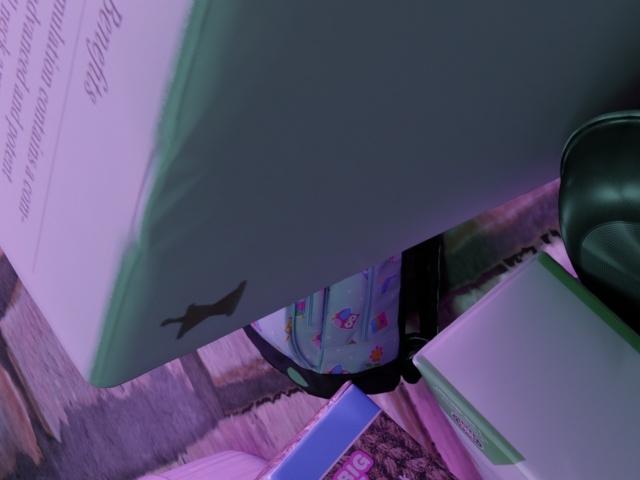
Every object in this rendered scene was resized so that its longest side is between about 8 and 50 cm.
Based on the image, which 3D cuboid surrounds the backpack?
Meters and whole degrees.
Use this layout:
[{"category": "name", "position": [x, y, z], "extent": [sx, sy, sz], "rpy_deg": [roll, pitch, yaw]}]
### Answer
[{"category": "backpack", "position": [0.000, 0.000, 1.060], "extent": [0.152, 0.115, 0.182], "rpy_deg": [41, 141, 40]}]

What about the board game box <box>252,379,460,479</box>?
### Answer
[{"category": "board game box", "position": [0.034, 0.279, 1.019], "extent": [0.291, 0.232, 0.141], "rpy_deg": [43, 148, 4]}]

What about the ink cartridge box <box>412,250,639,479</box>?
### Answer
[{"category": "ink cartridge box", "position": [0.150, 0.125, 0.851], "extent": [0.154, 0.093, 0.212], "rpy_deg": [44, 170, 34]}]

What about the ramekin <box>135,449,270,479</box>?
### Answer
[{"category": "ramekin", "position": [-0.073, 0.274, 1.395], "extent": [0.207, 0.109, 0.207], "rpy_deg": [39, 142, 38]}]

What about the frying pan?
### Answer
[{"category": "frying pan", "position": [0.150, 0.012, 0.827], "extent": [0.326, 0.053, 0.197], "rpy_deg": [10, 144, 52]}]

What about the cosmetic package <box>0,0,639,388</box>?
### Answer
[{"category": "cosmetic package", "position": [-0.041, -0.217, 0.742], "extent": [0.393, 0.327, 0.329], "rpy_deg": [55, 150, 19]}]
